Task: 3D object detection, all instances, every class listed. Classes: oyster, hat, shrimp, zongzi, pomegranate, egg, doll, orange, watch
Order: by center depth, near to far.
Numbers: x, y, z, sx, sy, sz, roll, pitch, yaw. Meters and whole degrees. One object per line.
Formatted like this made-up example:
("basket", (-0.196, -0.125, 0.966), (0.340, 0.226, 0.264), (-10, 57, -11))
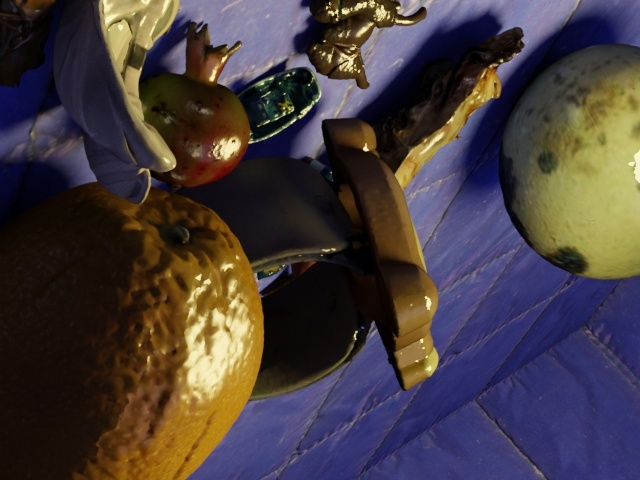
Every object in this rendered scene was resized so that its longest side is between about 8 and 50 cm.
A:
("shrimp", (-0.247, -0.198, 1.097), (0.152, 0.063, 0.287), (-29, 159, -33))
("hat", (-0.187, -0.155, 1.263), (0.164, 0.220, 0.226), (22, 155, -35))
("pomegranate", (-0.121, -0.126, 1.437), (0.159, 0.129, 0.129), (-50, 162, -1))
("orange", (-0.220, 0.105, 1.446), (0.322, 0.322, 0.357), (-19, 155, -50))
("doll", (0.034, -0.236, 1.610), (0.139, 0.057, 0.165), (-48, 153, 23))
("watch", (-0.043, 0.063, 1.749), (0.326, 0.314, 0.335), (-18, 144, -4))
("oyster", (0.138, -0.155, 1.948), (0.361, 0.096, 0.221), (-46, 166, 13))
("zongzi", (-0.036, 0.067, 2.163), (0.083, 0.067, 0.073), (12, 133, -47))
("egg", (0.447, -0.122, 2.250), (0.345, 0.345, 0.428), (-38, 161, -11))

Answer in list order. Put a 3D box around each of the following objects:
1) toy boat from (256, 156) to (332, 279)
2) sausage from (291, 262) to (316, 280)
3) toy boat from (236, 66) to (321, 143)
("toy boat", (-0.038, -0.032, 1.939), (0.080, 0.046, 0.229), (-26, 156, -38))
("sausage", (0.000, 0.000, 2.047), (0.077, 0.077, 0.194), (-31, 160, -31))
("toy boat", (-0.059, -0.146, 1.604), (0.137, 0.060, 0.061), (-29, -172, -19))
